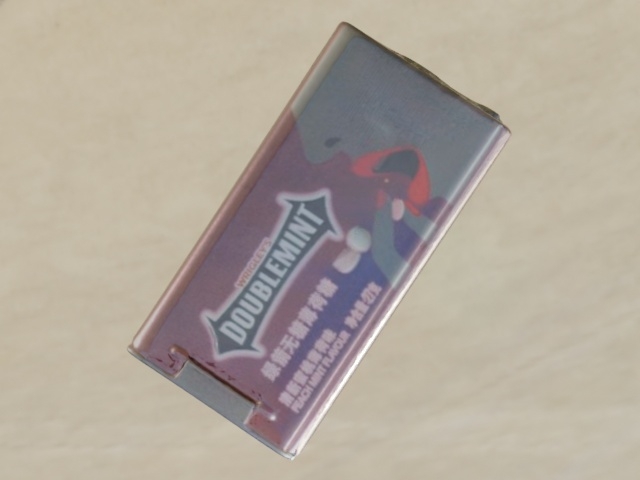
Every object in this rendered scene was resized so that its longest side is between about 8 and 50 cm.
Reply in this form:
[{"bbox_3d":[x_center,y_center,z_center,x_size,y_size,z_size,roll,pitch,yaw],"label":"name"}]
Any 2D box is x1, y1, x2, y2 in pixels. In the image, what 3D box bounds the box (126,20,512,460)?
[{"bbox_3d":[0.000,0.000,0.816,0.224,0.120,0.069,-58,177,3],"label":"box"}]
